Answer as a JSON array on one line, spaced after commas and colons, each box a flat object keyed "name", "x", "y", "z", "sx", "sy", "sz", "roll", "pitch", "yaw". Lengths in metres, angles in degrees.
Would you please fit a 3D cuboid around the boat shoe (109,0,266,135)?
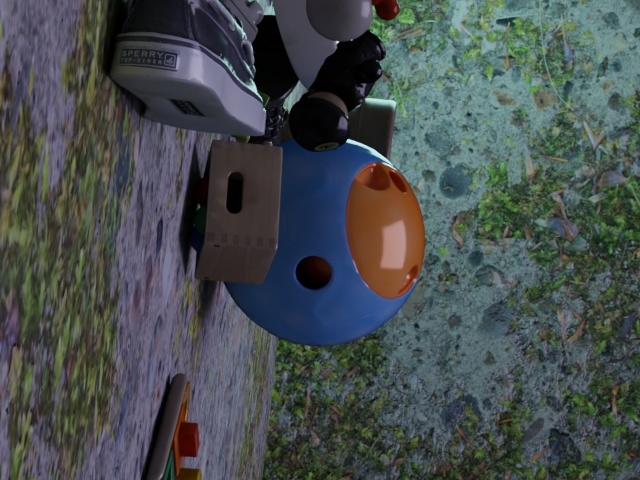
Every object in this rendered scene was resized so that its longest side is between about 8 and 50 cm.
[{"name": "boat shoe", "x": -0.103, "y": -0.152, "z": 1.205, "sx": 0.301, "sy": 0.108, "sz": 0.102, "roll": 38, "pitch": 60, "yaw": -80}]

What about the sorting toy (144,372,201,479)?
[{"name": "sorting toy", "x": -0.165, "y": 0.278, "z": 1.666, "sx": 0.347, "sy": 0.047, "sz": 0.196, "roll": -81, "pitch": 177, "yaw": -53}]

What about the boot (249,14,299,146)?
[{"name": "boot", "x": -0.074, "y": -0.180, "z": 2.114, "sx": 0.263, "sy": 0.091, "sz": 0.229, "roll": -84, "pitch": 179, "yaw": -58}]

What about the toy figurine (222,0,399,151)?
[{"name": "toy figurine", "x": -0.037, "y": -0.205, "z": 1.342, "sx": 0.213, "sy": 0.210, "sz": 0.148, "roll": 103, "pitch": 11, "yaw": -49}]

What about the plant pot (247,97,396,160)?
[{"name": "plant pot", "x": -0.004, "y": -0.109, "z": 2.358, "sx": 0.263, "sy": 0.229, "sz": 0.263, "roll": 7, "pitch": 90, "yaw": -89}]

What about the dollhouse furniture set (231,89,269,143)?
[{"name": "dollhouse furniture set", "x": -0.123, "y": -0.127, "z": 1.837, "sx": 0.151, "sy": 0.059, "sz": 0.076, "roll": -63, "pitch": -178, "yaw": -11}]

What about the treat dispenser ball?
[{"name": "treat dispenser ball", "x": 0.000, "y": 0.000, "z": 1.995, "sx": 0.288, "sy": 0.288, "sz": 0.288, "roll": 7, "pitch": 90, "yaw": -88}]

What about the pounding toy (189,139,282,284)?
[{"name": "pounding toy", "x": -0.106, "y": -0.043, "z": 1.736, "sx": 0.206, "sy": 0.094, "sz": 0.181, "roll": 117, "pitch": -23, "yaw": -67}]

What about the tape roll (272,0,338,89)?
[{"name": "tape roll", "x": -0.009, "y": -0.397, "z": 1.994, "sx": 0.392, "sy": 0.072, "sz": 0.391, "roll": -7, "pitch": 90, "yaw": -78}]
